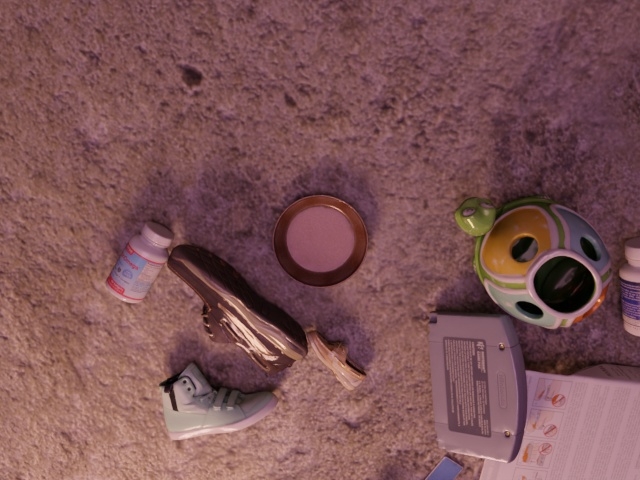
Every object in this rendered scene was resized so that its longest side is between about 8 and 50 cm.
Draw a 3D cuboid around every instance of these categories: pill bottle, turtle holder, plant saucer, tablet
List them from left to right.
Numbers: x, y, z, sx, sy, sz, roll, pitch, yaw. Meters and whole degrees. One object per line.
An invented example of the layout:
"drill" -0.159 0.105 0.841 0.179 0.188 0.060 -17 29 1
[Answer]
"pill bottle" -0.370 0.044 1.380 0.087 0.087 0.160 31 102 -6
"plant saucer" 0.000 0.000 1.387 0.198 0.036 0.199 0 104 1
"tablet" 0.283 0.538 1.533 0.054 0.006 0.083 34 103 -7
"turtle holder" 0.420 0.022 1.284 0.243 0.227 0.320 -24 103 8
"pill bottle" 0.670 0.092 1.356 0.111 0.112 0.187 -11 104 4

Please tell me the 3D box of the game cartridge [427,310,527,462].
"game cartridge" 0.322 0.296 1.371 0.198 0.062 0.298 -2 94 36

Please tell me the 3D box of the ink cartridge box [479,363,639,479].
"ink cartridge box" 0.545 0.416 1.442 0.384 0.091 0.308 8 105 -4

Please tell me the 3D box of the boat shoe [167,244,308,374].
"boat shoe" -0.187 0.155 1.382 0.355 0.132 0.130 41 101 -7

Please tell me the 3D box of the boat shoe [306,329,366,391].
"boat shoe" 0.037 0.249 1.439 0.059 0.063 0.170 -37 110 7

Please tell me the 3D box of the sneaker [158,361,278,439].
"sneaker" -0.228 0.334 1.448 0.255 0.094 0.151 -14 101 4
